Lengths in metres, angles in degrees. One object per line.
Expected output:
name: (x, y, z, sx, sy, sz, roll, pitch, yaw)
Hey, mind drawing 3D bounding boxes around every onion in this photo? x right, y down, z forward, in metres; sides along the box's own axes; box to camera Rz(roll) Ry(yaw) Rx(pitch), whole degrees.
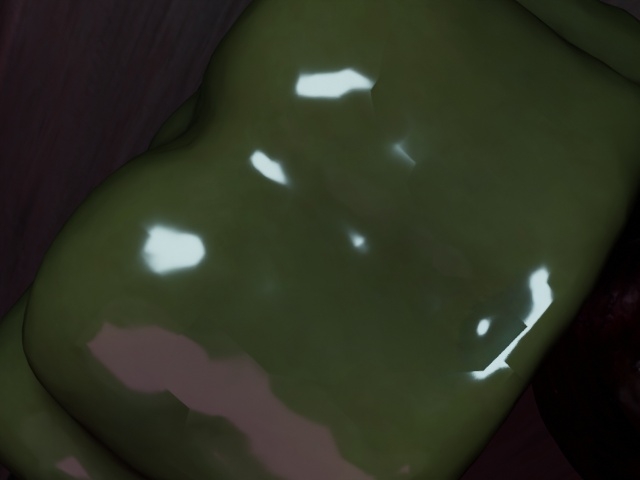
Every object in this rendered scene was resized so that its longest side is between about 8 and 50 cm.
onion: (0.293, 0.121, 1.135, 0.314, 0.232, 0.314, 19, 149, 12)

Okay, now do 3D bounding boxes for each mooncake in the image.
mooncake: (0.000, 0.000, 0.996, 0.262, 0.467, 0.467, 38, 148, -3)
